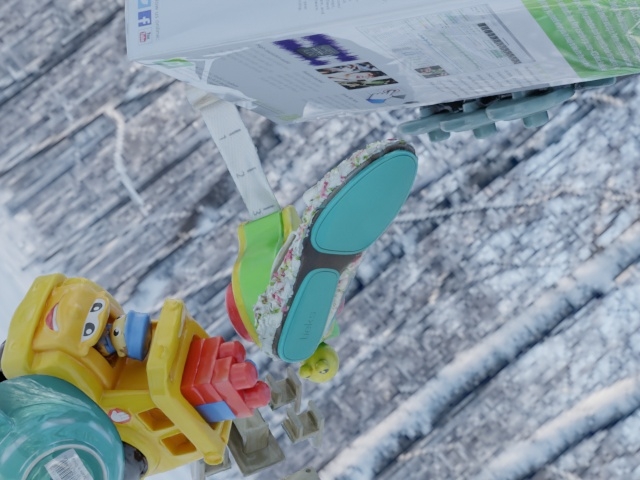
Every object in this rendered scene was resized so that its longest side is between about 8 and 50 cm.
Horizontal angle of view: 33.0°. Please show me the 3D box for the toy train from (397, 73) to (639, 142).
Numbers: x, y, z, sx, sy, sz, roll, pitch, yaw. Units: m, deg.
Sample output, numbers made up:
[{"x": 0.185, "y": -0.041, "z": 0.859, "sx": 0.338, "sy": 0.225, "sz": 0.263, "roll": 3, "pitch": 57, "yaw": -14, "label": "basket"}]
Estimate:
[{"x": 0.181, "y": -0.179, "z": 0.994, "sx": 0.334, "sy": 0.190, "sz": 0.142, "roll": 3, "pitch": -68, "yaw": 69, "label": "toy train"}]

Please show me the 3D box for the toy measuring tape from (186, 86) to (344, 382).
[{"x": -0.061, "y": 0.001, "z": 1.074, "sx": 0.330, "sy": 0.121, "sz": 0.121, "roll": 66, "pitch": -14, "yaw": -11, "label": "toy measuring tape"}]

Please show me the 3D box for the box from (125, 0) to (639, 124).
[{"x": 0.067, "y": -0.143, "z": 0.723, "sx": 0.232, "sy": 0.321, "sz": 0.059, "roll": 12, "pitch": 75, "yaw": -67, "label": "box"}]

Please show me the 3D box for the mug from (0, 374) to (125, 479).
[{"x": -0.240, "y": 0.184, "z": 0.888, "sx": 0.157, "sy": 0.130, "sz": 0.097, "roll": 12, "pitch": 6, "yaw": -35, "label": "mug"}]

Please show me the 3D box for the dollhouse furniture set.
[{"x": -0.096, "y": 0.361, "z": 1.719, "sx": 0.242, "sy": 0.212, "sz": 0.161, "roll": 54, "pitch": -28, "yaw": 38, "label": "dollhouse furniture set"}]

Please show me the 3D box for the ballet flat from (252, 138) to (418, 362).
[{"x": 0.000, "y": 0.000, "z": 0.961, "sx": 0.091, "sy": 0.241, "sz": 0.077, "roll": 14, "pitch": 25, "yaw": -39, "label": "ballet flat"}]

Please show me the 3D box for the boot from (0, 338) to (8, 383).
[{"x": -0.386, "y": 0.210, "z": 1.666, "sx": 0.248, "sy": 0.090, "sz": 0.207, "roll": 11, "pitch": 11, "yaw": -2, "label": "boot"}]

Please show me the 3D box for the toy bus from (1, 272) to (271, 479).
[{"x": -0.163, "y": 0.126, "z": 1.042, "sx": 0.220, "sy": 0.211, "sz": 0.149, "roll": 57, "pitch": 30, "yaw": -37, "label": "toy bus"}]
